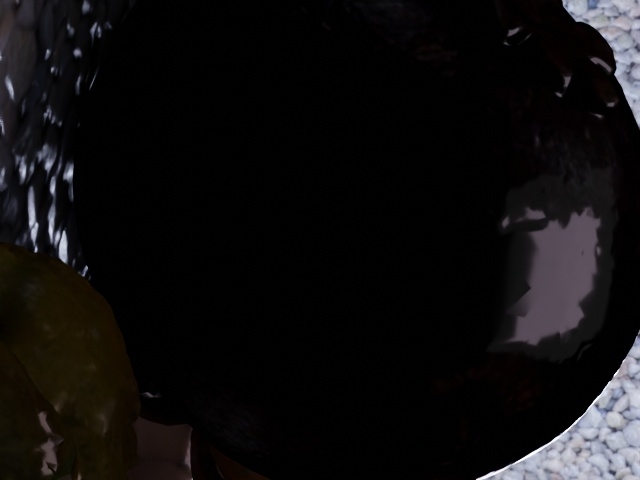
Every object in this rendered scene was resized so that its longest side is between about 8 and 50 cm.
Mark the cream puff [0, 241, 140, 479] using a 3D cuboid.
[{"bbox_3d":[-0.180,0.118,0.883,0.244,0.196,0.244,-16,90,-72],"label":"cream puff"}]

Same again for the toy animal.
[{"bbox_3d":[-0.120,0.176,1.474,0.089,0.083,0.150,123,-25,-50],"label":"toy animal"}]

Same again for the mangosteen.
[{"bbox_3d":[0.000,0.000,1.233,0.435,0.382,0.382,-44,-172,32],"label":"mangosteen"}]
